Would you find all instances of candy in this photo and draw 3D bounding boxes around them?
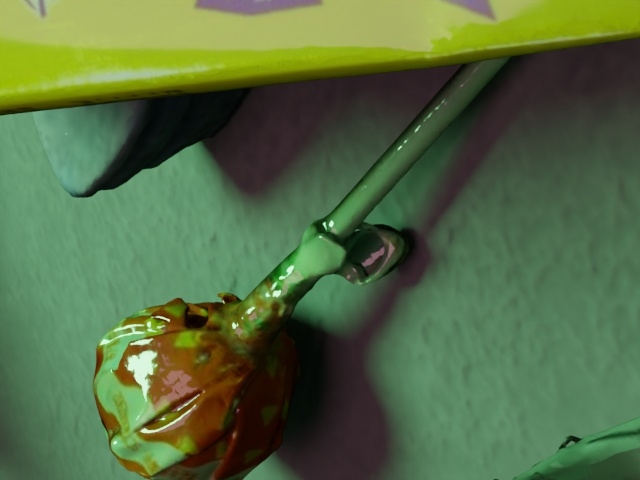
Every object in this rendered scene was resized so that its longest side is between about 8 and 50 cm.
[{"bbox_3d":[0.000,-0.001,0.600,0.288,0.078,0.084,-50,53,36],"label":"candy"}]

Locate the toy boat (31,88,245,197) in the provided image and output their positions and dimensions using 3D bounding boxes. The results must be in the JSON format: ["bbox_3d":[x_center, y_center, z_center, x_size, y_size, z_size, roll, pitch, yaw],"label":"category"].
[{"bbox_3d":[-0.070,-0.151,0.611,0.127,0.078,0.283,28,123,39],"label":"toy boat"}]

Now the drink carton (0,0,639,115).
[{"bbox_3d":[-0.051,-0.124,0.486,0.351,0.111,0.155,-4,107,27],"label":"drink carton"}]

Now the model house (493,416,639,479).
[{"bbox_3d":[0.154,0.133,0.364,0.215,0.198,0.224,-35,77,61],"label":"model house"}]
